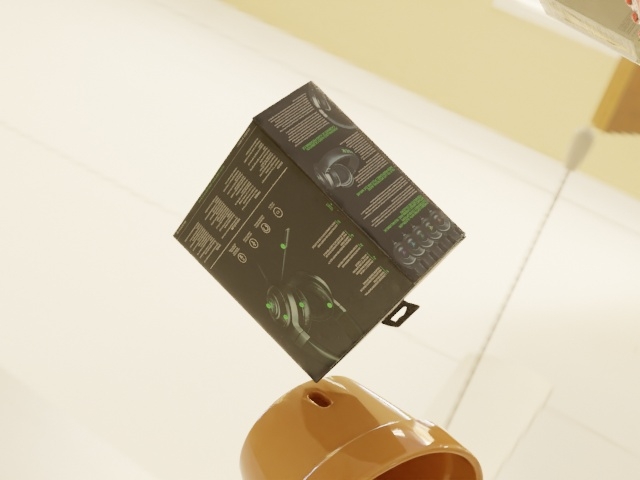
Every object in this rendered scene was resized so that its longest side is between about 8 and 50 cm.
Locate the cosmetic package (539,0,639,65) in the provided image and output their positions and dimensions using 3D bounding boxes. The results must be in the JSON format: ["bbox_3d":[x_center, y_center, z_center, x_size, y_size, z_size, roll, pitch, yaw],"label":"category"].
[{"bbox_3d":[0.260,-0.214,1.099,0.115,0.041,0.060,37,180,27],"label":"cosmetic package"}]

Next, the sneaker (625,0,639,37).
[{"bbox_3d":[0.254,-0.197,0.878,0.090,0.270,0.145,-2,-175,-33],"label":"sneaker"}]

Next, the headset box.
[{"bbox_3d":[0.000,0.000,1.426,0.283,0.246,0.131,45,-135,6],"label":"headset box"}]

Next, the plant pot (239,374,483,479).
[{"bbox_3d":[0.031,0.309,1.495,0.290,0.291,0.203,-3,-146,-37],"label":"plant pot"}]
